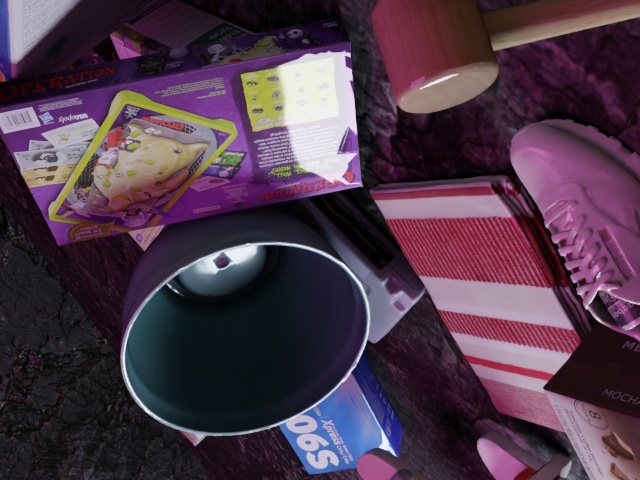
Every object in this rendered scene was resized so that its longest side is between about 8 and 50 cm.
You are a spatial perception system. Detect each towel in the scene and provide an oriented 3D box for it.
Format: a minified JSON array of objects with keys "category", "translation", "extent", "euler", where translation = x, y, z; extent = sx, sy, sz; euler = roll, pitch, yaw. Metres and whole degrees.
[{"category":"towel","translation":[0.198,0.072,0.927],"extent":[0.329,0.037,0.237],"euler":[58,157,-16]}]

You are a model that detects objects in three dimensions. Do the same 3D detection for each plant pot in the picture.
[{"category":"plant pot","translation":[-0.109,0.067,1.065],"extent":[0.196,0.293,0.293],"euler":[-118,6,-51]}]

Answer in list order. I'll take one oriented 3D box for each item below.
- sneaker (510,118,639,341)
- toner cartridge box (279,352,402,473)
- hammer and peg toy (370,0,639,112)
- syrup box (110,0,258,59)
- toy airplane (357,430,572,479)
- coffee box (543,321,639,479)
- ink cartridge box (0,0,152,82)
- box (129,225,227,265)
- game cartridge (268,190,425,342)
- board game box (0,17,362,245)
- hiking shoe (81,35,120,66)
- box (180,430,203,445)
[{"category":"sneaker","translation":[0.232,0.003,0.689],"extent":[0.235,0.095,0.090],"euler":[47,158,8]},{"category":"toner cartridge box","translation":[-0.010,0.215,1.346],"extent":[0.165,0.075,0.348],"euler":[-16,120,21]},{"category":"hammer and peg toy","translation":[0.148,-0.201,0.358],"extent":[0.127,0.266,0.361],"euler":[68,160,12]},{"category":"syrup box","translation":[-0.134,-0.200,1.014],"extent":[0.237,0.093,0.096],"euler":[31,150,36]},{"category":"toy airplane","translation":[0.234,0.439,1.115],"extent":[0.384,0.272,0.386],"euler":[53,156,-8]},{"category":"coffee box","translation":[0.347,0.218,0.777],"extent":[0.168,0.119,0.297],"euler":[10,136,57]},{"category":"ink cartridge box","translation":[-0.221,-0.321,0.763],"extent":[0.151,0.270,0.395],"euler":[45,156,-4]},{"category":"box","translation":[-0.211,-0.027,1.378],"extent":[0.243,0.117,0.213],"euler":[49,157,-2]},{"category":"game cartridge","translation":[0.000,0.000,1.136],"extent":[0.294,0.060,0.196],"euler":[46,153,8]},{"category":"board game box","translation":[-0.134,-0.105,0.896],"extent":[0.208,0.346,0.056],"euler":[82,176,-47]},{"category":"hiking shoe","translation":[-0.270,-0.233,1.239],"extent":[0.227,0.086,0.114],"euler":[47,170,18]},{"category":"box","translation":[-0.221,0.313,1.797],"extent":[0.114,0.203,0.103],"euler":[46,156,7]}]
